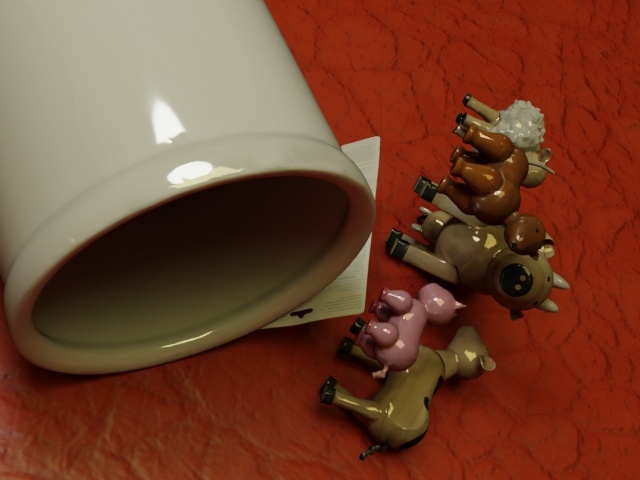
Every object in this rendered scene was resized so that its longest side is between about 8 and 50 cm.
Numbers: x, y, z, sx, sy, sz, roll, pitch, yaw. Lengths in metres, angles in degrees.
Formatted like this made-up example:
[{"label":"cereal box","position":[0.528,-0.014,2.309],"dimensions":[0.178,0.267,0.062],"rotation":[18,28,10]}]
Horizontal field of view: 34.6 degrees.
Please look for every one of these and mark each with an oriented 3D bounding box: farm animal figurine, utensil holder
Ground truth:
[{"label":"farm animal figurine","position":[0.153,0.040,1.065],"dimensions":[0.172,0.330,0.327],"rotation":[28,24,-3]},{"label":"utensil holder","position":[-0.174,-0.120,0.957],"dimensions":[0.327,0.327,0.385],"rotation":[-10,61,-29]}]

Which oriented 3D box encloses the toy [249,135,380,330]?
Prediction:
[{"label":"toy","position":[0.000,0.000,1.099],"dimensions":[0.137,0.056,0.237],"rotation":[-11,51,22]}]
